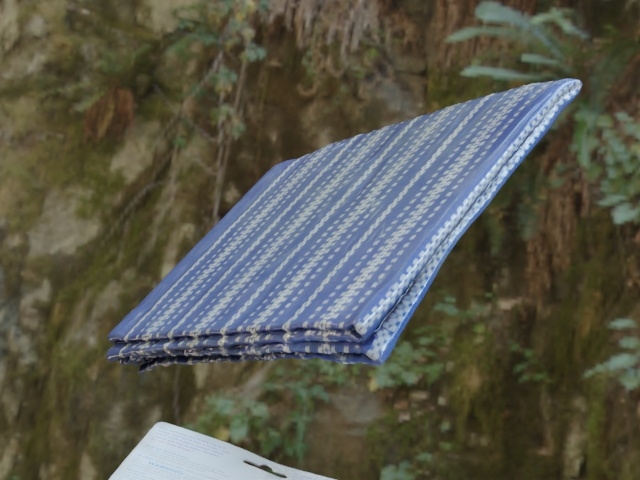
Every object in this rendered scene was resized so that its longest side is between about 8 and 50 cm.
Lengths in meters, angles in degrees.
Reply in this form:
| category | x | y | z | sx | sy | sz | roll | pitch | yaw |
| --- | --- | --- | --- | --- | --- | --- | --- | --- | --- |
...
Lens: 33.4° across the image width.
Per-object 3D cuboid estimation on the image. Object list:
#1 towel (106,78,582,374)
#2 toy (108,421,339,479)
| category | x | y | z | sx | sy | sz | roll | pitch | yaw |
| --- | --- | --- | --- | --- | --- | --- | --- | --- | --- |
| towel | 0.000 | 0.000 | 0.739 | 0.040 | 0.243 | 0.336 | 52 | -31 | -19 |
| toy | -0.059 | 0.173 | 0.491 | 0.136 | 0.056 | 0.237 | 17 | 17 | 8 |
